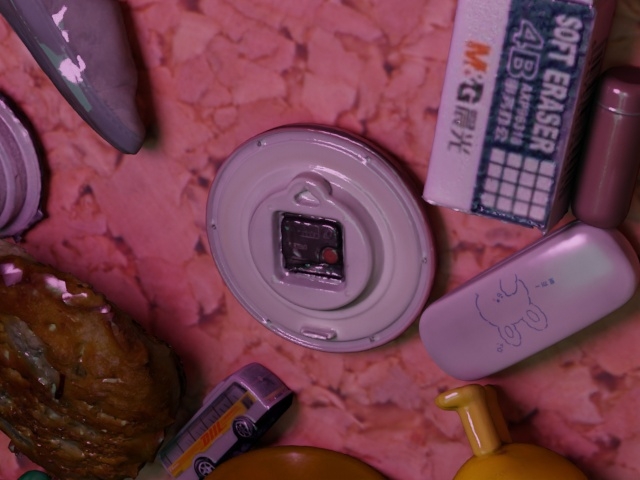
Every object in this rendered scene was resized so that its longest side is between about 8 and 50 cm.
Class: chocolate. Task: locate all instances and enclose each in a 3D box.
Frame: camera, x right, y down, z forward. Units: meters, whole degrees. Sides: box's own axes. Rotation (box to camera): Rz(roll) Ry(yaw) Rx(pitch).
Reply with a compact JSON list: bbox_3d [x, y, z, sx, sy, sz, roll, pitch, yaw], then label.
[{"bbox_3d":[-0.403,-0.072,1.763,0.221,0.147,0.221,11,114,25],"label":"chocolate"}]

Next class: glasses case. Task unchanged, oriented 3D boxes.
[{"bbox_3d":[0.192,0.058,1.576,0.233,0.059,0.092,-30,99,35],"label":"glasses case"}]

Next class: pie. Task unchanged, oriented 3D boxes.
[{"bbox_3d":[-0.280,0.130,1.786,0.288,0.103,0.354,28,142,5],"label":"pie"}]

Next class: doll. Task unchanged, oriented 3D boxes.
[{"bbox_3d":[0.209,0.306,1.596,0.145,0.199,0.363,-24,80,17],"label":"doll"}]

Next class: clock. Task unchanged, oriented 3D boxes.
[{"bbox_3d":[-0.001,0.001,1.649,0.244,0.056,0.244,11,117,22],"label":"clock"}]

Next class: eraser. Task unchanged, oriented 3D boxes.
[{"bbox_3d":[0.176,-0.157,1.467,0.130,0.086,0.287,19,120,16],"label":"eraser"}]

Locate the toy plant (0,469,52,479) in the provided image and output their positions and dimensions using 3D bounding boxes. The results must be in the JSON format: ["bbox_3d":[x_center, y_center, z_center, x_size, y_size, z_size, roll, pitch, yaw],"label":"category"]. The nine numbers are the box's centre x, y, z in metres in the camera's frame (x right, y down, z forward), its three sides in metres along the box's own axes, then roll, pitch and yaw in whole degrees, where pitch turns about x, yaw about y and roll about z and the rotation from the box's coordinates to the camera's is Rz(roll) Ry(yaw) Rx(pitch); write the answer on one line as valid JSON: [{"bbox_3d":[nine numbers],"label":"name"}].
[{"bbox_3d":[-0.346,0.332,1.955,0.200,0.105,0.143,48,117,13],"label":"toy plant"}]

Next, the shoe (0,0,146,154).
[{"bbox_3d":[-0.236,-0.201,1.658,0.100,0.103,0.251,-40,110,-8],"label":"shoe"}]

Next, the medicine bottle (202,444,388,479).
[{"bbox_3d":[-0.033,0.426,1.768,0.224,0.224,0.384,15,120,20],"label":"medicine bottle"}]

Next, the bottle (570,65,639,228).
[{"bbox_3d":[0.256,-0.081,1.482,0.053,0.053,0.140,19,121,18],"label":"bottle"}]

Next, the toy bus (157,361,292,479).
[{"bbox_3d":[-0.102,0.199,1.794,0.072,0.057,0.172,48,124,8],"label":"toy bus"}]
